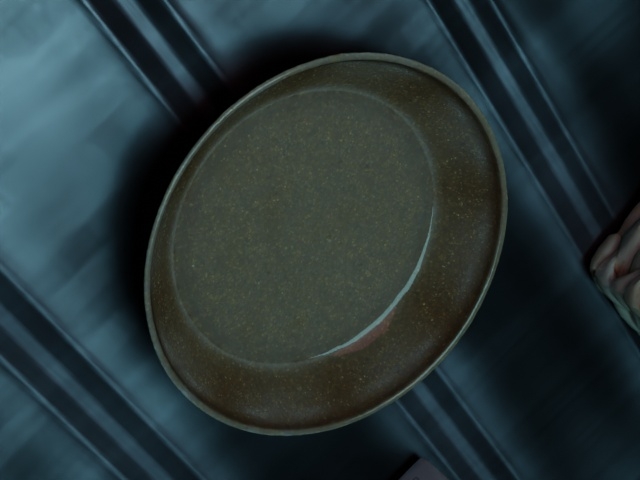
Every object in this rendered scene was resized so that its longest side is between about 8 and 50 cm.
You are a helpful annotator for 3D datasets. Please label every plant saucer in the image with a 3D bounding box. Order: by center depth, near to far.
[{"bbox_3d":[0.000,0.000,0.743,0.199,0.036,0.198,-12,117,-26],"label":"plant saucer"}]

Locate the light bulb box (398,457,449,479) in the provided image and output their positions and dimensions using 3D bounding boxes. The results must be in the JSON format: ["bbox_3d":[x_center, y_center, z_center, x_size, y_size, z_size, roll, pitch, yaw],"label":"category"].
[{"bbox_3d":[0.066,0.369,0.755,0.361,0.358,0.225,-45,125,-6],"label":"light bulb box"}]

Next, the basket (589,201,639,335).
[{"bbox_3d":[0.381,0.025,0.838,0.328,0.266,0.331,-52,128,0],"label":"basket"}]
